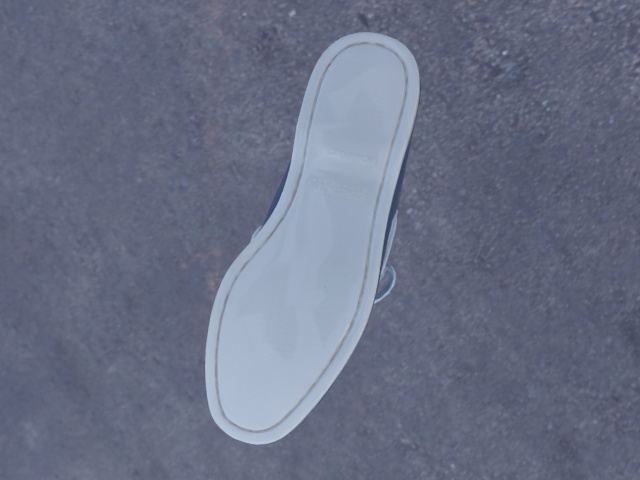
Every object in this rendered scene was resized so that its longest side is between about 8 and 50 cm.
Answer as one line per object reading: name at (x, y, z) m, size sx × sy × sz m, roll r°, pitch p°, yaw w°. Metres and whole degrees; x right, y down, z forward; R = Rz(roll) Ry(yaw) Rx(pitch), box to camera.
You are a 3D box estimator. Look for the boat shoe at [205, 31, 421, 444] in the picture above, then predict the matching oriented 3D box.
boat shoe at (0.000, 0.000, 0.568) m, size 0.095 × 0.079 × 0.255 m, roll 12°, pitch 80°, yaw 13°
